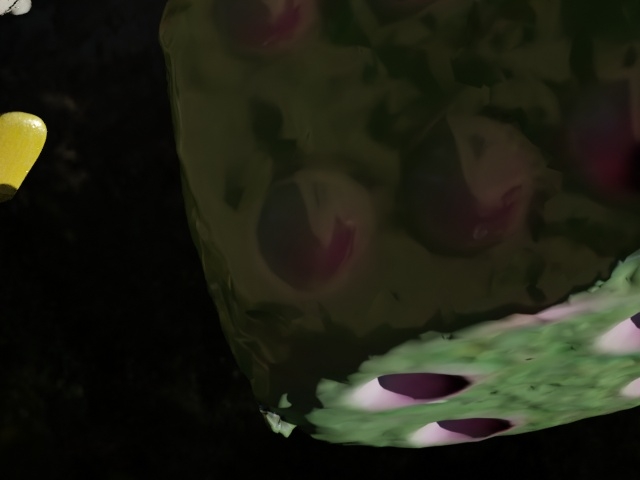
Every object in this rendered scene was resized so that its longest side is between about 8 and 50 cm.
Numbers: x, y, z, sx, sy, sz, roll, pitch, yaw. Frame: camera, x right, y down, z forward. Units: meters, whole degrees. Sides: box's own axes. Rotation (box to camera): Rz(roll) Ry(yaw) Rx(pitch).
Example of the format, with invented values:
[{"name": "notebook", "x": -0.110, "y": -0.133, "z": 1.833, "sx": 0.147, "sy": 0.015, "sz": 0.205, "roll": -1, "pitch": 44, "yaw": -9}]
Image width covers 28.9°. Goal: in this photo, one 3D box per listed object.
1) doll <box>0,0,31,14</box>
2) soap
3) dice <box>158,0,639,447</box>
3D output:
[{"name": "doll", "x": -0.346, "y": -0.258, "z": 1.167, "sx": 0.095, "sy": 0.192, "sz": 0.149, "roll": 59, "pitch": -29, "yaw": 24}, {"name": "soap", "x": -0.411, "y": -0.094, "z": 1.588, "sx": 0.168, "sy": 0.089, "sz": 0.033, "roll": -59, "pitch": -137, "yaw": 26}, {"name": "dice", "x": 0.102, "y": -0.062, "z": 0.765, "sx": 0.330, "sy": 0.322, "sz": 0.318, "roll": 42, "pitch": 35, "yaw": -65}]
